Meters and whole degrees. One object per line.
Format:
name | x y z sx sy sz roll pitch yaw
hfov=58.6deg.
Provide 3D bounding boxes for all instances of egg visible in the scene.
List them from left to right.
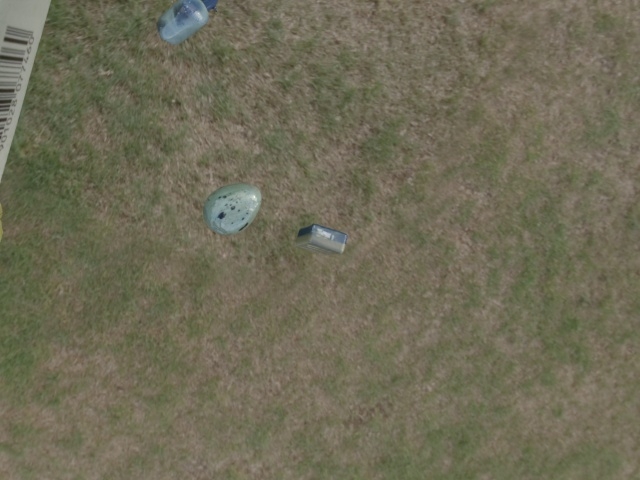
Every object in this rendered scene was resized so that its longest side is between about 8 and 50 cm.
egg | -0.228 -0.085 1.486 0.164 0.131 0.131 -34 117 20

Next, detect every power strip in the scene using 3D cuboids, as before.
power strip | 0.000 0.000 0.859 0.056 0.123 0.032 17 84 -10

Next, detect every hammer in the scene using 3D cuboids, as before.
hammer | -0.269 -0.498 1.242 0.116 0.194 0.069 -21 116 35

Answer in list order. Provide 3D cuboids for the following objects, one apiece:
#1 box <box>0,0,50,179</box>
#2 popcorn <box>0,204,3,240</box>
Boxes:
box | -0.307 -0.132 0.323 0.256 0.069 0.164 21 102 -8
popcorn | -0.525 -0.015 0.767 0.185 0.167 0.187 8 150 -37
